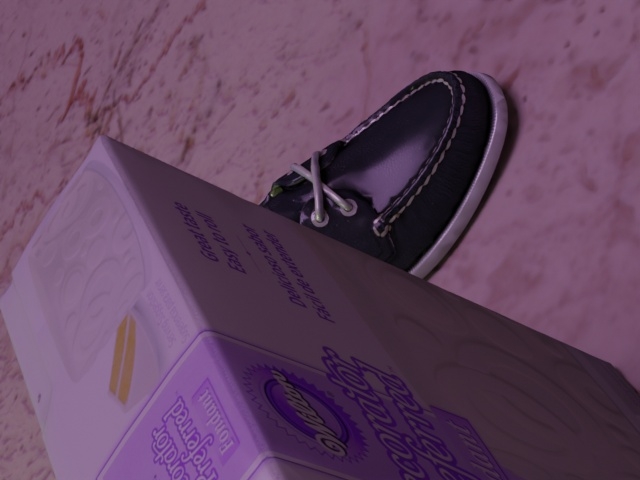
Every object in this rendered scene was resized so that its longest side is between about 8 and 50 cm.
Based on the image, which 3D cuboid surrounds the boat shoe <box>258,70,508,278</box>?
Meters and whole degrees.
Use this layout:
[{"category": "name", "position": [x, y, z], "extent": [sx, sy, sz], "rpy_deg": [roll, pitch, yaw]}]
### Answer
[{"category": "boat shoe", "position": [0.000, 0.000, 0.972], "extent": [0.302, 0.091, 0.114], "rpy_deg": [-52, 36, 22]}]

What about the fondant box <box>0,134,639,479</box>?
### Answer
[{"category": "fondant box", "position": [0.049, 0.105, 0.620], "extent": [0.096, 0.330, 0.238], "rpy_deg": [-56, 35, 16]}]
